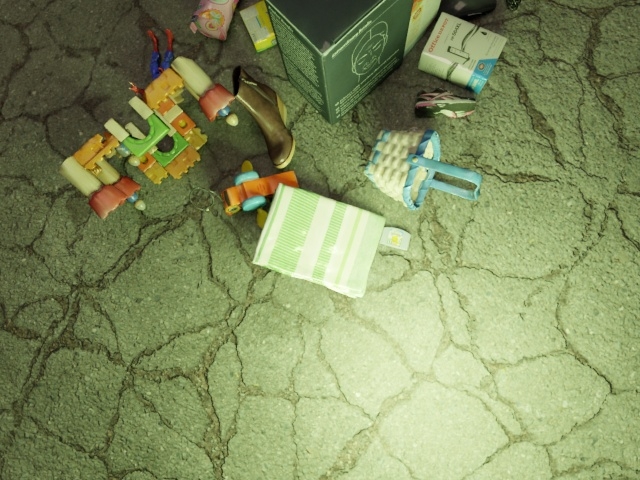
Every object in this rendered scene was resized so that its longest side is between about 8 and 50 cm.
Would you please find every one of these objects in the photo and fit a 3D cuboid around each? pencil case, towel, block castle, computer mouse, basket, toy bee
[{"bbox_3d":[-0.303,-0.765,1.348,0.124,0.124,0.283,20,85,7],"label":"pencil case"},{"bbox_3d":[0.000,0.000,1.209,0.325,0.038,0.247,18,84,-11],"label":"towel"},{"bbox_3d":[-0.438,-0.264,1.190,0.453,0.303,0.213,-43,109,-1],"label":"block castle"},{"bbox_3d":[0.460,-0.758,1.314,0.262,0.060,0.183,-15,82,2],"label":"computer mouse"},{"bbox_3d":[0.278,-0.179,1.151,0.289,0.255,0.200,25,92,17],"label":"basket"},{"bbox_3d":[-0.221,-0.135,1.253,0.299,0.162,0.195,8,73,-19],"label":"toy bee"}]

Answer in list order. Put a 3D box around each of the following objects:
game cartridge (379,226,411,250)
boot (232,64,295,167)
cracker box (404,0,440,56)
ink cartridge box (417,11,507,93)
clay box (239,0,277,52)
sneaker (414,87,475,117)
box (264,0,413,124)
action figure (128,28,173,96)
[{"bbox_3d":[0.214,-0.008,1.252,0.084,0.017,0.055,15,80,6],"label":"game cartridge"},{"bbox_3d":[-0.168,-0.339,1.215,0.090,0.207,0.248,-22,60,29],"label":"boot"},{"bbox_3d":[0.266,-0.644,1.226,0.067,0.232,0.155,40,87,10],"label":"cracker box"},{"bbox_3d":[0.409,-0.546,1.275,0.203,0.086,0.148,26,85,7],"label":"ink cartridge box"},{"bbox_3d":[-0.124,-0.691,1.355,0.222,0.053,0.127,-24,81,0],"label":"clay box"},{"bbox_3d":[0.363,-0.411,1.271,0.179,0.072,0.077,2,72,-1],"label":"sneaker"},{"bbox_3d":[0.059,-0.538,1.146,0.293,0.395,0.212,-42,81,-2],"label":"box"},{"bbox_3d":[-0.502,-0.519,1.324,0.092,0.139,0.280,-4,84,5],"label":"action figure"}]
